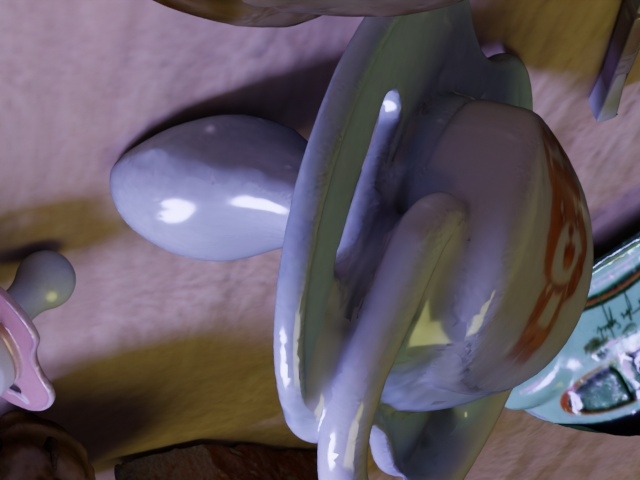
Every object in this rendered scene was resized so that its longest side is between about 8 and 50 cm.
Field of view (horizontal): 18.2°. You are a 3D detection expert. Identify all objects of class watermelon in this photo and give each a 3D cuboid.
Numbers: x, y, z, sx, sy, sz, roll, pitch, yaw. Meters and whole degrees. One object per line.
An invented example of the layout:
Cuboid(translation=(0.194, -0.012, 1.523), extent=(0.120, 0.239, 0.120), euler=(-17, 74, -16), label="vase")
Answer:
Cuboid(translation=(-0.057, 0.228, 1.434), extent=(0.140, 0.193, 0.257), euler=(-24, 147, 16), label="watermelon")

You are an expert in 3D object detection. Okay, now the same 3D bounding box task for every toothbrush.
Cuboid(translation=(0.138, -0.096, 0.896), extent=(0.017, 0.014, 0.194), euler=(-17, 162, -4), label="toothbrush")

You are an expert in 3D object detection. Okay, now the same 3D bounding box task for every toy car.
Cuboid(translation=(0.225, 0.040, 1.202), extent=(0.136, 0.125, 0.306), euler=(0, 156, -43), label="toy car")

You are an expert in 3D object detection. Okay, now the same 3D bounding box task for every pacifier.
Cuboid(translation=(0.000, 0.000, 0.850), extent=(0.207, 0.227, 0.279), euler=(18, 173, 21), label="pacifier")
Cuboid(translation=(-0.149, 0.032, 0.936), extent=(0.078, 0.081, 0.099), euler=(-46, 151, -28), label="pacifier")

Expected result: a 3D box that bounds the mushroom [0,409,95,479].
Cuboid(translation=(-0.186, 0.214, 1.195), extent=(0.263, 0.195, 0.283), euler=(2, 158, -2), label="mushroom")

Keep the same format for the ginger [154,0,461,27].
Cuboid(translation=(0.052, -0.144, 0.495), extent=(0.304, 0.155, 0.244), euler=(-15, 170, 15), label="ginger")
